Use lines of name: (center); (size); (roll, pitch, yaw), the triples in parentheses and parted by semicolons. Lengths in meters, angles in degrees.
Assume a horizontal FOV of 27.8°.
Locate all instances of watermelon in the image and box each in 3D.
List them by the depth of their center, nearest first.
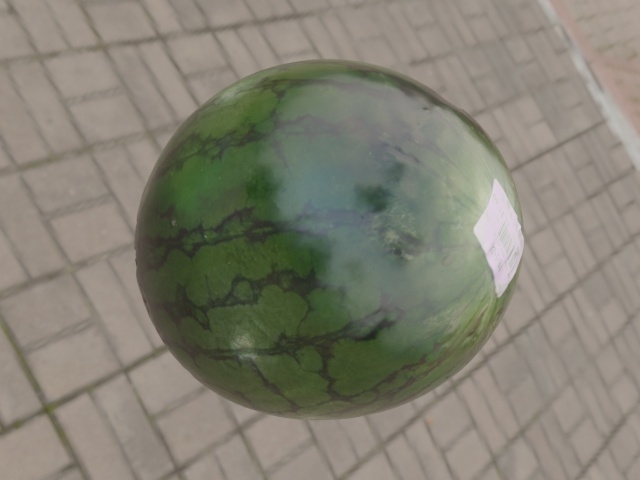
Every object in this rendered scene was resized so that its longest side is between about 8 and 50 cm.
watermelon: (0.000, 0.000, 1.181); (0.363, 0.363, 0.363); (34, 41, -36)
